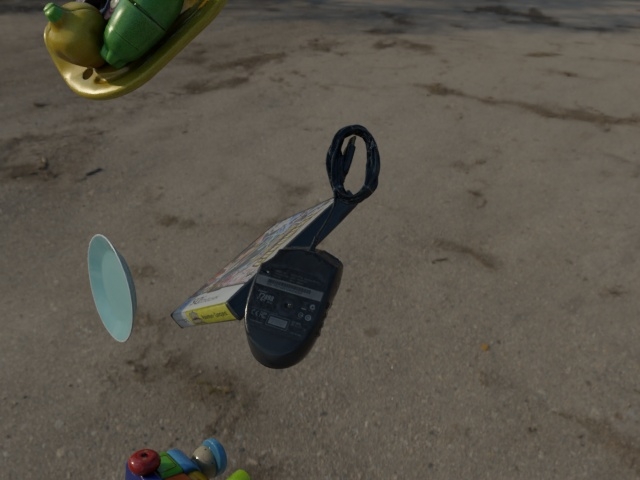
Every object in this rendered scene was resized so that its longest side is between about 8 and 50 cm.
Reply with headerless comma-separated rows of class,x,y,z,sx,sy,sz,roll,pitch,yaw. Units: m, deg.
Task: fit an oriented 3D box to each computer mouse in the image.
computer mouse,0.000,0.000,0.462,0.071,0.041,0.242,17,70,19

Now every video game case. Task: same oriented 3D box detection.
video game case,-0.096,0.034,0.828,0.275,0.035,0.248,-45,14,-32

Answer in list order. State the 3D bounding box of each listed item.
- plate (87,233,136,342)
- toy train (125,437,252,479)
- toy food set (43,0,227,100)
plate,-0.350,0.080,0.869,0.024,0.188,0.188,-13,34,-40
toy train,-0.143,0.355,0.676,0.248,0.105,0.144,16,16,42
toy food set,-0.138,-0.211,0.393,0.218,0.071,0.128,-43,61,2
